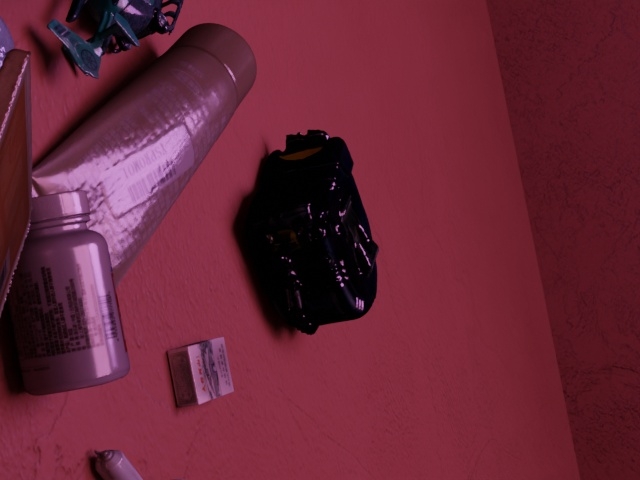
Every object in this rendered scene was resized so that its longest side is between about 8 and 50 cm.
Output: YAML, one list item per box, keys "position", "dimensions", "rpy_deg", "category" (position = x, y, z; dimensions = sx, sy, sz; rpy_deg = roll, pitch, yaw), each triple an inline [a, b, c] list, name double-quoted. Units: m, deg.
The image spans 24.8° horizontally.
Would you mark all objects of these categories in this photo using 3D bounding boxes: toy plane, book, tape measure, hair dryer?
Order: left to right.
- position: [-0.205, 0.010, 0.879]
  dimensions: [0.242, 0.018, 0.170]
  rpy_deg: [117, -12, -67]
  category: "book"
- position: [-0.175, -0.205, 1.254]
  dimensions: [0.096, 0.060, 0.235]
  rpy_deg: [57, 25, -31]
  category: "toy plane"
- position: [-0.140, 0.207, 1.168]
  dimensions: [0.137, 0.047, 0.082]
  rpy_deg: [57, 27, -33]
  category: "hair dryer"
- position: [0.000, 0.000, 1.567]
  dimensions: [0.199, 0.112, 0.186]
  rpy_deg: [-69, 146, -54]
  category: "tape measure"

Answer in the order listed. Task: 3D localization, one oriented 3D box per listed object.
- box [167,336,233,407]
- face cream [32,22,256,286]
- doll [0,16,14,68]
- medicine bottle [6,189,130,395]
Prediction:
- position: [-0.108, 0.119, 1.323]
  dimensions: [0.083, 0.024, 0.054]
  rpy_deg: [-9, 89, -71]
  category: "box"
- position: [-0.151, -0.077, 1.242]
  dimensions: [0.137, 0.084, 0.341]
  rpy_deg: [67, 31, -27]
  category: "face cream"
- position: [-0.249, -0.126, 0.951]
  dimensions: [0.180, 0.075, 0.120]
  rpy_deg: [-77, 142, -86]
  category: "doll"
- position: [-0.188, 0.037, 1.056]
  dimensions: [0.079, 0.079, 0.140]
  rpy_deg: [-12, 91, -71]
  category: "medicine bottle"
